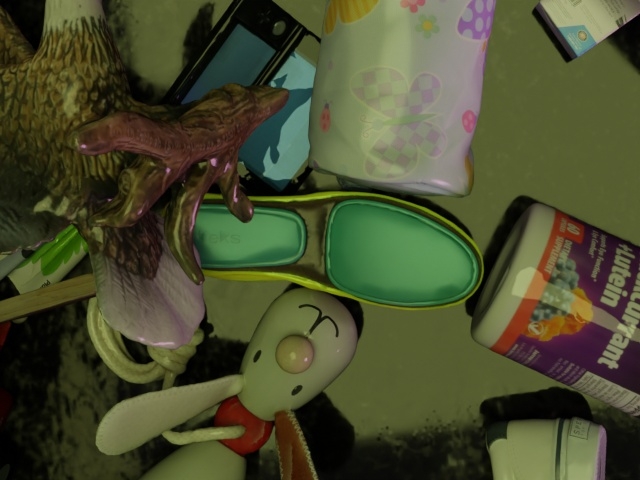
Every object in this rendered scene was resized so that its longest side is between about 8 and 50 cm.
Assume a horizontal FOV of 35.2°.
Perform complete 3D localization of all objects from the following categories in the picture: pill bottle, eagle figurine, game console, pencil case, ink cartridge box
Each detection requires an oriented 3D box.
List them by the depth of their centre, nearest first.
[{"bbox_3d":[-0.178,-0.084,0.619,0.298,0.226,0.225,11,67,25],"label":"eagle figurine"},{"bbox_3d":[0.068,-0.162,0.681,0.124,0.113,0.273,5,97,-23],"label":"pencil case"},{"bbox_3d":[0.211,0.060,0.691,0.193,0.108,0.108,24,97,3],"label":"pill bottle"},{"bbox_3d":[0.200,-0.172,0.710,0.083,0.028,0.048,-35,91,8],"label":"ink cartridge box"},{"bbox_3d":[-0.041,-0.099,0.723,0.071,0.107,0.122,41,98,29],"label":"game console"}]

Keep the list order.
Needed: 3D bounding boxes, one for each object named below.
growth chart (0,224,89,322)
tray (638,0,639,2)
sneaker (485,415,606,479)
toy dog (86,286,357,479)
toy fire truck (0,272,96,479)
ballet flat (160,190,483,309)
[{"bbox_3d":[-0.273,-0.049,0.775,0.237,0.021,0.172,40,99,2],"label":"growth chart"},{"bbox_3d":[0.313,-0.132,0.681,0.270,0.030,0.145,46,73,-1],"label":"tray"},{"bbox_3d":[0.155,0.252,0.736,0.091,0.094,0.258,4,92,24],"label":"sneaker"},{"bbox_3d":[-0.101,0.188,0.709,0.220,0.161,0.334,13,97,4],"label":"toy dog"},{"bbox_3d":[-0.254,0.106,0.674,0.158,0.217,0.246,26,106,4],"label":"toy fire truck"},{"bbox_3d":[0.000,0.000,0.723,0.230,0.077,0.077,7,95,4],"label":"ballet flat"}]
